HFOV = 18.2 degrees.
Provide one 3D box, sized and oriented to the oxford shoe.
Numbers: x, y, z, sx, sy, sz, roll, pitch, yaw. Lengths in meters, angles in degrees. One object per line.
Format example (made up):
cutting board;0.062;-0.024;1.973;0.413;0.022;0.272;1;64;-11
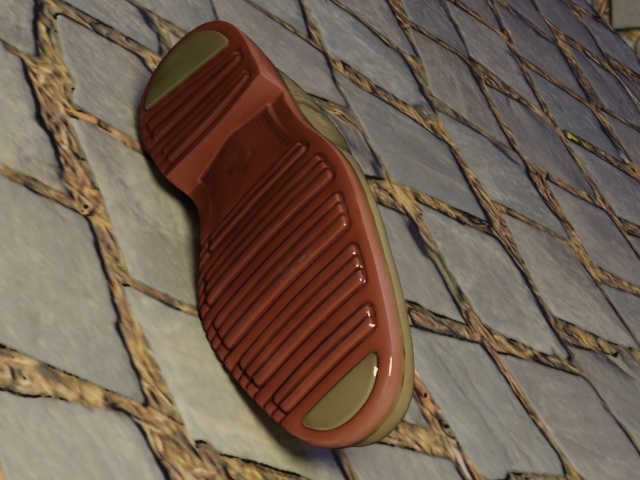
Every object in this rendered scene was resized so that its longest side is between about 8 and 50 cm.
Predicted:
oxford shoe;0.000;0.000;1.179;0.130;0.123;0.348;34;23;-38
